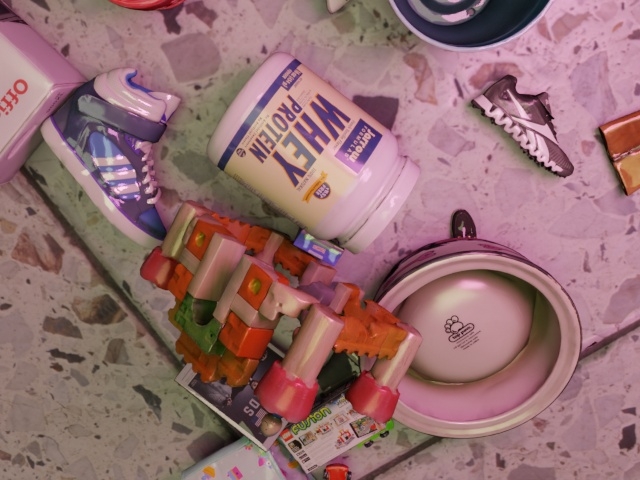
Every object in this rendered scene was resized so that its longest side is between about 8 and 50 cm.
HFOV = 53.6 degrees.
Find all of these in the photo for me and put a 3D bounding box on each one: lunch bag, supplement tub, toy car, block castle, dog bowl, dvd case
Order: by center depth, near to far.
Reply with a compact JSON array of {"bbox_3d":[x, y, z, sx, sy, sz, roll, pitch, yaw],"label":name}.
[{"bbox_3d":[-0.085,0.132,1.077,0.303,0.453,0.213,19,103,-48],"label":"block castle"},{"bbox_3d":[-0.011,-0.148,1.127,0.324,0.235,0.235,36,104,-7],"label":"supplement tub"},{"bbox_3d":[0.273,0.175,1.219,0.407,0.150,0.408,1,115,1],"label":"dog bowl"},{"bbox_3d":[-0.151,0.287,1.302,0.238,0.029,0.179,36,76,5],"label":"dvd case"},{"bbox_3d":[-0.144,0.539,1.367,0.223,0.160,0.262,-30,107,11],"label":"lunch bag"},{"bbox_3d":[0.057,0.433,1.375,0.224,0.053,0.239,-32,95,7],"label":"toy car"}]

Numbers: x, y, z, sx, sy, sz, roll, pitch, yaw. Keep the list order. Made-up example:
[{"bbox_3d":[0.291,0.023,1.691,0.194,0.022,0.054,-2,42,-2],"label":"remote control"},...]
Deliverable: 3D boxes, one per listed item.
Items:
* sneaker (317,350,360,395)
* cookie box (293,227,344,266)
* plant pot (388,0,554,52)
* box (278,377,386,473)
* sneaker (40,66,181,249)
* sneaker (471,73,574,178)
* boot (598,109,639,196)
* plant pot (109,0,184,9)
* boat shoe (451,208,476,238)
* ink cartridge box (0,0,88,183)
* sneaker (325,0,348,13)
[{"bbox_3d":[0.100,0.318,1.337,0.222,0.083,0.118,43,108,2],"label":"sneaker"},{"bbox_3d":[0.000,0.000,1.234,0.091,0.107,0.040,29,105,-5],"label":"cookie box"},{"bbox_3d":[0.225,-0.440,1.022,0.271,0.255,0.272,1,105,3],"label":"plant pot"},{"bbox_3d":[0.021,0.383,1.306,0.207,0.036,0.114,-35,94,17],"label":"box"},{"bbox_3d":[-0.334,-0.164,1.199,0.236,0.130,0.323,-36,110,3],"label":"sneaker"},{"bbox_3d":[0.396,-0.215,1.167,0.234,0.078,0.106,40,106,-6],"label":"sneaker"},{"bbox_3d":[0.692,-0.159,1.157,0.280,0.096,0.264,-30,102,12],"label":"boot"},{"bbox_3d":[-0.294,-0.489,1.080,0.190,0.174,0.191,1,105,4],"label":"plant pot"},{"bbox_3d":[0.288,0.003,1.254,0.048,0.042,0.133,-8,103,7],"label":"boat shoe"},{"bbox_3d":[-0.679,-0.319,1.153,0.395,0.166,0.285,44,104,-8],"label":"ink cartridge box"},{"bbox_3d":[-0.073,-0.519,1.086,0.330,0.122,0.146,34,103,-6],"label":"sneaker"}]
